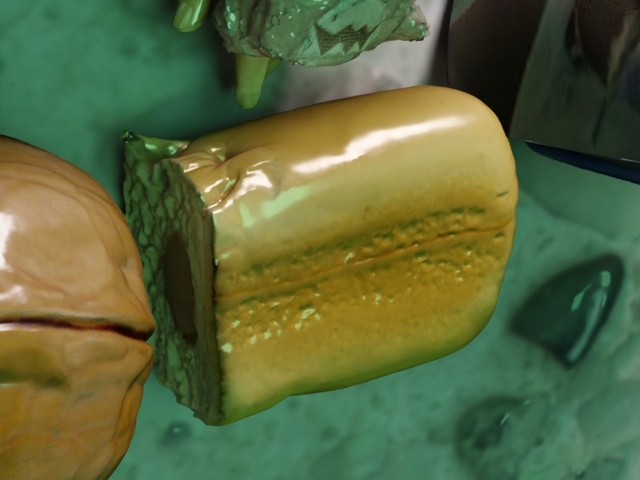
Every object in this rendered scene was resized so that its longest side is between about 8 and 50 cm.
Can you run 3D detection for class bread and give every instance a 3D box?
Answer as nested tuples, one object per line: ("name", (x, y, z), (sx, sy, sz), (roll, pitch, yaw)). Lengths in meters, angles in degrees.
("bread", (-0.001, 0.000, 0.647), (0.173, 0.085, 0.134), (-13, 118, -26))

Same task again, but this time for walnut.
("walnut", (-0.157, 0.039, 0.525), (0.207, 0.167, 0.167), (-1, 104, -32))

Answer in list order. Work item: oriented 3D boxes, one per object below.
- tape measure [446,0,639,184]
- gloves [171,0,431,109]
("tape measure", (0.209, -0.140, 0.644), (0.138, 0.262, 0.259), (11, 98, -42))
("gloves", (-0.009, -0.134, 0.609), (0.110, 0.094, 0.144), (-23, 106, -36))
